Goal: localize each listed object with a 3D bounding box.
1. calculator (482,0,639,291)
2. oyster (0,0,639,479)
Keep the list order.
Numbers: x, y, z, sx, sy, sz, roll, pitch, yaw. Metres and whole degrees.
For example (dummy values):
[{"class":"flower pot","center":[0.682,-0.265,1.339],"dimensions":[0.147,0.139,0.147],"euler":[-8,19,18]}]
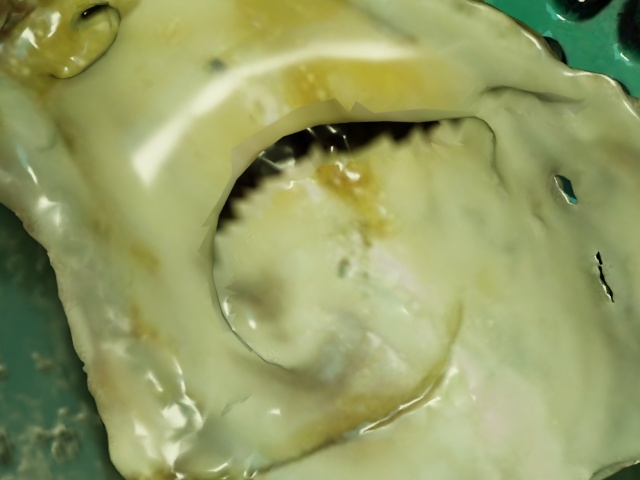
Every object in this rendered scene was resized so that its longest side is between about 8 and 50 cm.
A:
[{"class":"calculator","center":[0.189,-0.072,0.552],"dimensions":[0.274,0.058,0.248],"euler":[33,71,-2]},{"class":"oyster","center":[0.002,0.001,0.468],"dimensions":[0.275,0.100,0.271],"euler":[-12,83,3]}]
